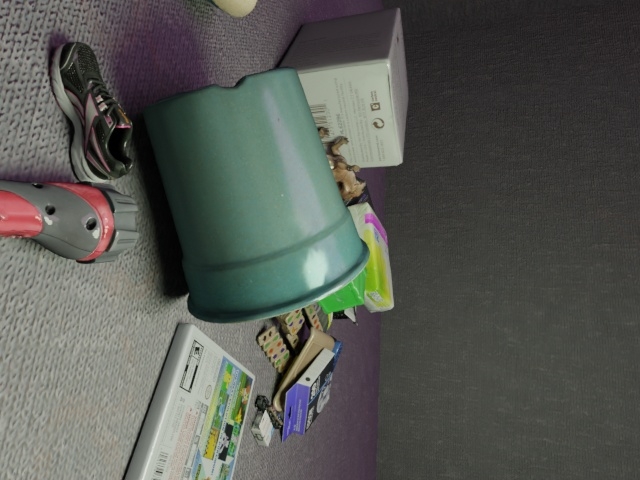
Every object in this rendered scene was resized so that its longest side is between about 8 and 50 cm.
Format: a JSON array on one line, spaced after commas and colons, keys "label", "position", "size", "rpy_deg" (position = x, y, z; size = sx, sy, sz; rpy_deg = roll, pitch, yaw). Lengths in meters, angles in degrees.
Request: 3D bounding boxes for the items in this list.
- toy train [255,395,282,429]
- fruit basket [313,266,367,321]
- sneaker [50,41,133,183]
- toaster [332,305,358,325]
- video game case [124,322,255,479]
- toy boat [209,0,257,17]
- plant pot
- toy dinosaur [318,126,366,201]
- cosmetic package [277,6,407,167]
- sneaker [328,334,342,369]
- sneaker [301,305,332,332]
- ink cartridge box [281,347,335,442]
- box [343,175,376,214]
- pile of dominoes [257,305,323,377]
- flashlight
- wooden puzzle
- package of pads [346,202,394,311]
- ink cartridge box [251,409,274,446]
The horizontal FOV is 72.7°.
[{"label": "toy train", "position": [-0.131, 0.442, 1.117], "size": [0.036, 0.027, 0.158], "rpy_deg": [-88, 165, -47]}, {"label": "fruit basket", "position": [0.000, 0.000, 1.142], "size": [0.327, 0.165, 0.353], "rpy_deg": [59, 10, -51]}, {"label": "sneaker", "position": [-0.285, -0.165, 0.573], "size": [0.072, 0.077, 0.179], "rpy_deg": [-49, 135, -66]}, {"label": "toaster", "position": [0.038, 0.172, 1.423], "size": [0.110, 0.167, 0.186], "rpy_deg": [-60, 144, -61]}, {"label": "video game case", "position": [-0.227, 0.365, 0.804], "size": [0.300, 0.036, 0.329], "rpy_deg": [65, 29, -52]}, {"label": "toy boat", "position": [-0.184, -0.587, 0.845], "size": [0.318, 0.147, 0.268], "rpy_deg": [-59, 139, -47]}, {"label": "plant pot", "position": [-0.117, -0.091, 0.741], "size": [0.341, 0.340, 0.335], "rpy_deg": [-55, 133, -61]}, {"label": "toy dinosaur", "position": [0.004, -0.204, 1.277], "size": [0.200, 0.295, 0.127], "rpy_deg": [117, -6, -48]}, {"label": "cosmetic package", "position": [0.091, -0.469, 1.360], "size": [0.330, 0.326, 0.394], "rpy_deg": [72, 24, -43]}, {"label": "sneaker", "position": [-0.008, 0.423, 1.434], "size": [0.233, 0.090, 0.081], "rpy_deg": [-67, 160, -5]}, {"label": "sneaker", "position": [-0.048, 0.188, 1.298], "size": [0.121, 0.110, 0.300], "rpy_deg": [-53, 138, -40]}, {"label": "ink cartridge box", "position": [-0.032, 0.448, 1.243], "size": [0.208, 0.045, 0.207], "rpy_deg": [-37, 140, -50]}, {"label": "box", "position": [0.082, -0.102, 1.525], "size": [0.165, 0.143, 0.270], "rpy_deg": [-51, 150, -13]}, {"label": "pile of dominoes", "position": [-0.063, 0.262, 1.186], "size": [0.196, 0.040, 0.251], "rpy_deg": [-51, 144, -27]}, {"label": "flashlight", "position": [-0.319, -0.017, 0.426], "size": [0.304, 0.103, 0.104], "rpy_deg": [-10, 101, -73]}, {"label": "wooden puzzle", "position": [-0.048, 0.374, 1.265], "size": [0.239, 0.044, 0.221], "rpy_deg": [-63, 156, -11]}, {"label": "package of pads", "position": [0.155, 0.062, 1.391], "size": [0.229, 0.101, 0.297], "rpy_deg": [48, 36, -58]}, {"label": "ink cartridge box", "position": [-0.144, 0.459, 1.068], "size": [0.048, 0.028, 0.084], "rpy_deg": [-67, 151, -52]}]
